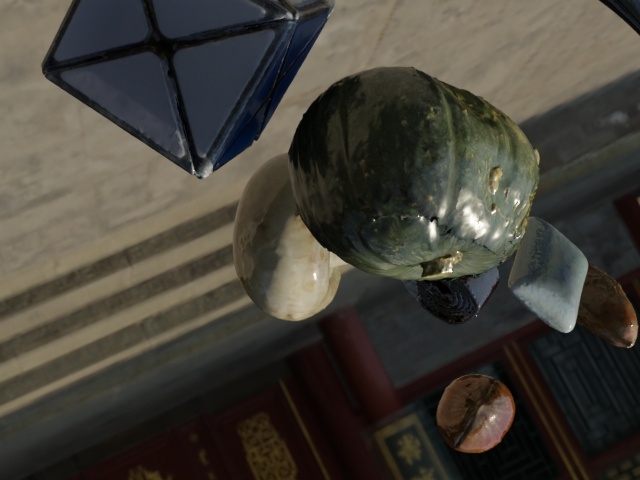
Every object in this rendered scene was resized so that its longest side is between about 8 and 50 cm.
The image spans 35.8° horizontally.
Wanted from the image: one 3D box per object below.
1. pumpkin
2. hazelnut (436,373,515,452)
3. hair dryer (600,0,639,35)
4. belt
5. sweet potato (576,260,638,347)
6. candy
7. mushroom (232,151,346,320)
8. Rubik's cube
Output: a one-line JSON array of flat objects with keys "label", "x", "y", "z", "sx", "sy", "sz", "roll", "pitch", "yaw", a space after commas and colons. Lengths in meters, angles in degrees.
[{"label": "pumpkin", "x": 0.129, "y": -0.078, "z": 1.271, "sx": 0.328, "sy": 0.257, "sz": 0.291, "roll": 5, "pitch": 162, "yaw": -32}, {"label": "hazelnut", "x": 0.287, "y": 0.318, "z": 1.808, "sx": 0.150, "sy": 0.150, "sz": 0.150, "roll": -26, "pitch": 169, "yaw": -5}, {"label": "hair dryer", "x": 0.615, "y": -0.511, "z": 1.784, "sx": 0.272, "sy": 0.235, "sz": 0.091, "roll": -41, "pitch": -174, "yaw": 5}, {"label": "belt", "x": 0.266, "y": 0.039, "z": 2.205, "sx": 0.164, "sy": 0.289, "sz": 0.184, "roll": -48, "pitch": -171, "yaw": -34}, {"label": "sweet potato", "x": 0.488, "y": 0.072, "z": 1.928, "sx": 0.109, "sy": 0.385, "sz": 0.109, "roll": -19, "pitch": 135, "yaw": -20}, {"label": "candy", "x": 0.374, "y": 0.055, "z": 1.629, "sx": 0.071, "sy": 0.138, "sz": 0.174, "roll": -39, "pitch": -162, "yaw": 44}, {"label": "mushroom", "x": 0.000, "y": 0.000, "z": 1.688, "sx": 0.290, "sy": 0.297, "sz": 0.297, "roll": 5, "pitch": 174, "yaw": 11}, {"label": "Rubik's cube", "x": -0.164, "y": -0.267, "z": 1.286, "sx": 0.259, "sy": 0.255, "sz": 0.260, "roll": -58, "pitch": 179, "yaw": 18}]
